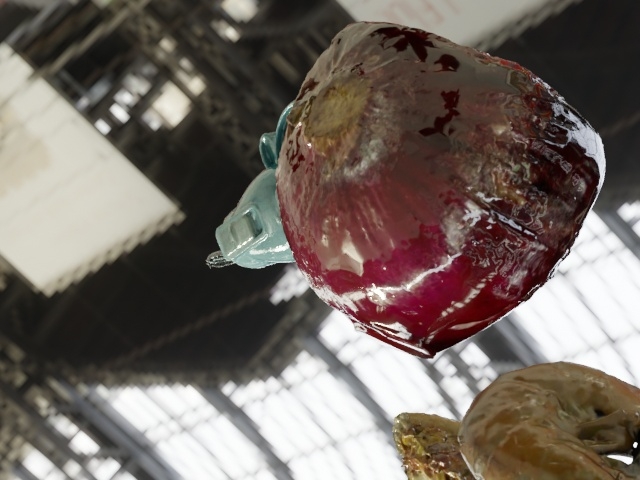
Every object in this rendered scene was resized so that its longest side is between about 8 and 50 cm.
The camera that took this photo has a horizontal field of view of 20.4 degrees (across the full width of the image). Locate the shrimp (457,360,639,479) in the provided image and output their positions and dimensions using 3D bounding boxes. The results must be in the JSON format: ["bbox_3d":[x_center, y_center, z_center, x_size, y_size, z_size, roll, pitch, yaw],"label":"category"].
[{"bbox_3d":[0.220,0.174,1.317,0.152,0.063,0.287,-27,-141,-23],"label":"shrimp"}]

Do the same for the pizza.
[{"bbox_3d":[0.176,0.248,1.796,0.127,0.246,0.058,-23,142,-31],"label":"pizza"}]

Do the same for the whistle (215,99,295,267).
[{"bbox_3d":[-0.020,-0.038,1.794,0.093,0.186,0.274,-15,168,-38],"label":"whistle"}]

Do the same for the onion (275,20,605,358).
[{"bbox_3d":[0.085,-0.024,1.283,0.207,0.216,0.206,18,-101,54],"label":"onion"}]

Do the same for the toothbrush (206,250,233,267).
[{"bbox_3d":[0.000,0.000,1.900,0.257,0.018,0.024,-10,-173,11],"label":"toothbrush"}]
